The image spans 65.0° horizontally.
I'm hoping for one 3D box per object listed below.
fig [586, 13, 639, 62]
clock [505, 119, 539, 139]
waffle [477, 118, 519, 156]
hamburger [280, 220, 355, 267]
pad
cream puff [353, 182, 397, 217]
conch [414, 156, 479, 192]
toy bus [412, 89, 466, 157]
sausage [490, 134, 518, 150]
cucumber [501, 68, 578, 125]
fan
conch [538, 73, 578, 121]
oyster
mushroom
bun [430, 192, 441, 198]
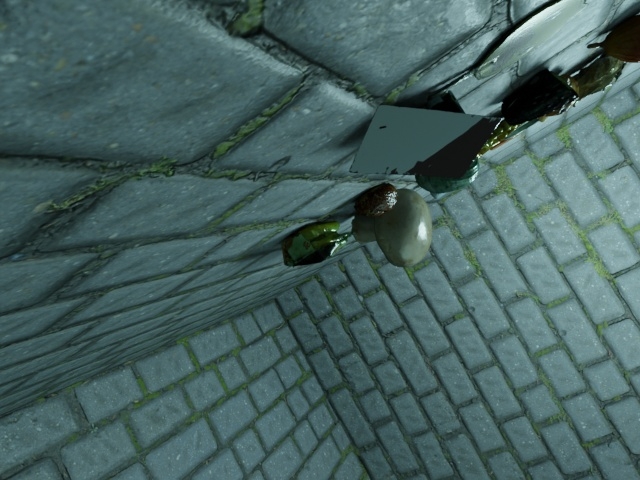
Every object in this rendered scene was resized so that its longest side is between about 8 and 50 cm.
[{"bbox_3d":[0.749,-0.477,1.213,0.153,0.119,0.119,-22,173,-4],"label":"fig"},{"bbox_3d":[0.714,-0.424,1.732,0.226,0.049,0.226,-28,172,-4],"label":"clock"},{"bbox_3d":[0.525,-0.310,1.616,0.301,0.058,0.281,-39,178,40],"label":"waffle"},{"bbox_3d":[0.003,0.000,1.628,0.235,0.125,0.214,-30,180,41],"label":"hamburger"},{"bbox_3d":[0.196,-0.181,0.946,0.265,0.009,0.159,-1,142,-23],"label":"pad"},{"bbox_3d":[0.183,-0.122,1.620,0.149,0.084,0.149,-28,171,-5],"label":"cream puff"},{"bbox_3d":[0.374,-0.218,1.482,0.188,0.176,0.122,-53,145,11],"label":"conch"},{"bbox_3d":[0.205,-0.212,1.014,0.175,0.088,0.101,-30,172,12],"label":"toy bus"},{"bbox_3d":[0.701,-0.392,1.938,0.131,0.041,0.039,-31,-165,16],"label":"sausage"},{"bbox_3d":[0.556,-0.376,1.295,0.086,0.115,0.193,23,153,-21],"label":"cucumber"},{"bbox_3d":[0.339,-0.345,0.913,0.335,0.011,0.229,-31,173,1],"label":"fan"},{"bbox_3d":[0.687,-0.401,1.482,0.109,0.093,0.330,-21,163,8],"label":"conch"},{"bbox_3d":[0.794,-0.483,1.476,0.072,0.132,0.209,33,146,-33],"label":"oyster"},{"bbox_3d":[0.255,-0.043,1.828,0.290,0.297,0.297,-6,-176,25],"label":"mushroom"},{"bbox_3d":[0.511,-0.242,2.105,0.141,0.083,0.141,-36,169,-9],"label":"bun"}]
